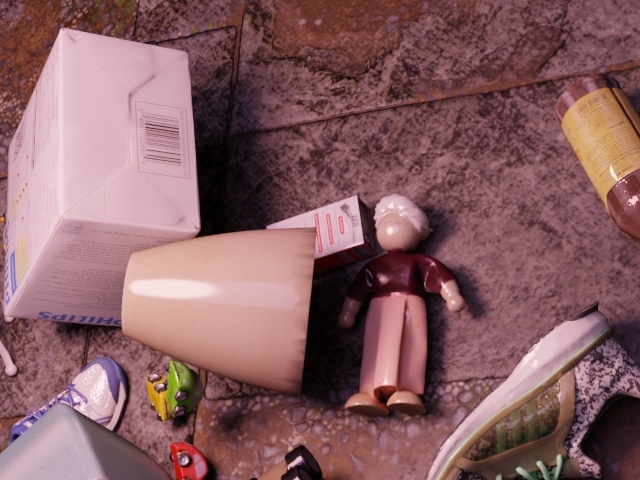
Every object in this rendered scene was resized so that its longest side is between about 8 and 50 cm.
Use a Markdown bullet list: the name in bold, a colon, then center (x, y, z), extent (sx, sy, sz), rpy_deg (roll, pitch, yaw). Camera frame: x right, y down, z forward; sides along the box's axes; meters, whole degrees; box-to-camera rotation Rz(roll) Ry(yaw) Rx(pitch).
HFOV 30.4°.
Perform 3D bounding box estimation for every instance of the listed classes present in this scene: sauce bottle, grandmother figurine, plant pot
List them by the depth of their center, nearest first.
- **sauce bottle**: center (0.451, -0.085, 1.700), extent (0.111, 0.111, 0.344), rpy_deg (-28, 56, 13)
- **plant pot**: center (-0.153, 0.095, 1.774), extent (0.274, 0.256, 0.256), rpy_deg (5, 66, -1)
- **grandmother figurine**: center (0.120, 0.090, 1.797), extent (0.208, 0.104, 0.342), rpy_deg (-4, 68, 16)
- **plant pot**: center (-0.373, 0.398, 1.798), extent (0.247, 0.248, 0.252), rpy_deg (-42, 42, 6)

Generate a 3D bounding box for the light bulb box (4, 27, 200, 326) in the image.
- **light bulb box**: center (-0.372, -0.091, 1.958), extent (0.361, 0.225, 0.358), rpy_deg (-47, 42, 51)

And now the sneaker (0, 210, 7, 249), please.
- **sneaker**: center (-0.546, 0.011, 2.190), extent (0.083, 0.084, 0.215), rpy_deg (-30, 47, 15)

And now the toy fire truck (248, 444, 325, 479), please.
- **toy fire truck**: center (0.011, 0.429, 1.660), extent (0.158, 0.217, 0.246), rpy_deg (-36, 97, 7)

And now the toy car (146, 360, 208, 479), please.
- **toy car**: center (-0.214, 0.264, 1.838), extent (0.053, 0.225, 0.239), rpy_deg (-10, 54, -20)

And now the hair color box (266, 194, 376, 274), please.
- **hair color box**: center (0.000, 0.000, 1.927), extent (0.167, 0.053, 0.093), rpy_deg (-19, 58, 20)

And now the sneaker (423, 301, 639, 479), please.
- **sneaker**: center (0.290, 0.280, 1.602), extent (0.182, 0.158, 0.410), rpy_deg (43, 95, 18)

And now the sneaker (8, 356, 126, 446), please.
- **sneaker**: center (-0.436, 0.317, 1.952), extent (0.112, 0.131, 0.296), rpy_deg (24, 78, 36)

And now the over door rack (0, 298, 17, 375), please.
- **over door rack**: center (-0.670, 0.271, 2.090), extent (0.239, 0.108, 0.324), rpy_deg (-21, 38, 16)
